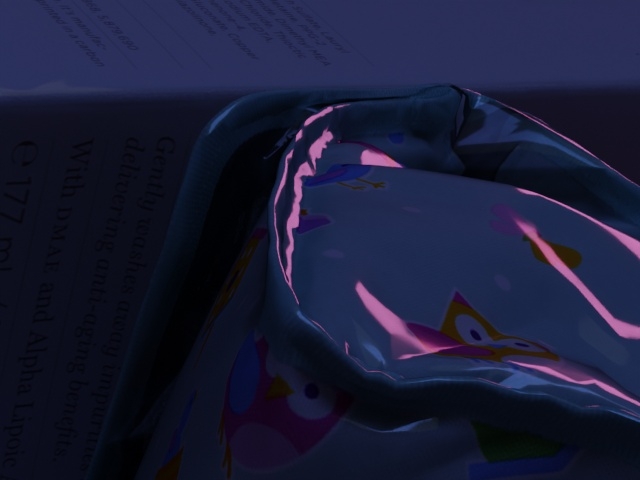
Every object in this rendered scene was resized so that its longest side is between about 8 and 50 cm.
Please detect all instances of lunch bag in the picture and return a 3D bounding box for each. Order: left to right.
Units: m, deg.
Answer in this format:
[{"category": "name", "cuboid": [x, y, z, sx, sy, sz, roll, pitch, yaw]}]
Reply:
[{"category": "lunch bag", "cuboid": [0.012, 0.085, 0.540, 0.160, 0.223, 0.262, 17, 19, -8]}]

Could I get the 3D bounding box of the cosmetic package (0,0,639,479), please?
[{"category": "cosmetic package", "cuboid": [0.000, 0.000, 0.739, 0.385, 0.217, 0.156, -5, 34, -31]}]
